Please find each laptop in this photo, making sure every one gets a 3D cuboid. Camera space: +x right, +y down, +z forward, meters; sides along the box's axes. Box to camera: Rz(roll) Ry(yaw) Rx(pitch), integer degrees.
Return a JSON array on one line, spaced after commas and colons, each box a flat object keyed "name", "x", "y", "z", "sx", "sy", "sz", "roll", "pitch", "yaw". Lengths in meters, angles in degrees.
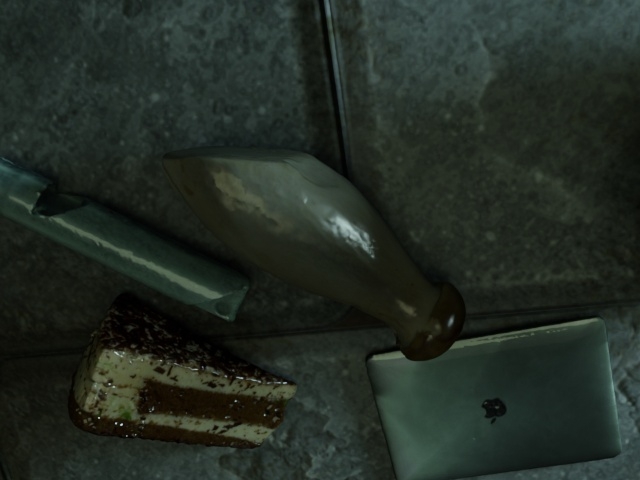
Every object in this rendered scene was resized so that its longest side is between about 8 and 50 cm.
[{"name": "laptop", "x": 0.200, "y": 0.190, "z": 0.882, "sx": 0.269, "sy": 0.015, "sz": 0.187, "roll": -11, "pitch": 109, "yaw": 10}]

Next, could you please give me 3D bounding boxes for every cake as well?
[{"name": "cake", "x": -0.158, "y": 0.177, "z": 0.854, "sx": 0.246, "sy": 0.135, "sz": 0.112, "roll": 29, "pitch": 109, "yaw": -5}]

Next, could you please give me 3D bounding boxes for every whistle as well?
[{"name": "whistle", "x": -0.225, "y": 0.000, "z": 0.835, "sx": 0.312, "sy": 0.062, "sz": 0.062, "roll": 27, "pitch": 111, "yaw": -4}]

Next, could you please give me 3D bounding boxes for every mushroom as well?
[{"name": "mushroom", "x": 0.000, "y": 0.000, "z": 0.777, "sx": 0.350, "sy": 0.128, "sz": 0.128, "roll": 36, "pitch": 110, "yaw": -10}]
